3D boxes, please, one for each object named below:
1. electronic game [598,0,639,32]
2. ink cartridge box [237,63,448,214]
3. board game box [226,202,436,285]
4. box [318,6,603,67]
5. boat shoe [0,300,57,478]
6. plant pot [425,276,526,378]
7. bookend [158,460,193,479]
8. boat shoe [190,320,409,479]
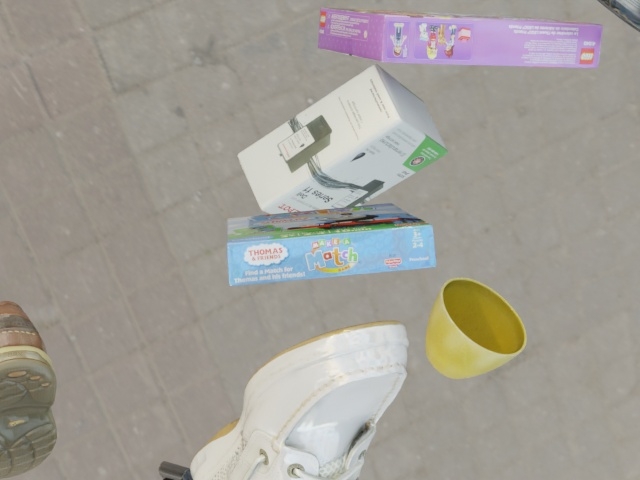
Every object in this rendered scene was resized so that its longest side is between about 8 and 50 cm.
[{"bbox_3d":[0.364,-0.302,1.352,0.229,0.229,0.048,21,123,-29],"label":"electronic game"},{"bbox_3d":[0.028,-0.106,1.376,0.208,0.087,0.153,-31,157,20],"label":"ink cartridge box"},{"bbox_3d":[0.000,0.000,0.959,0.160,0.211,0.039,-5,96,-4],"label":"board game box"},{"bbox_3d":[0.168,-0.252,1.396,0.293,0.201,0.057,-2,104,-22],"label":"box"},{"bbox_3d":[-0.214,0.107,0.768,0.064,0.060,0.178,-3,144,-23],"label":"boat shoe"},{"bbox_3d":[0.193,0.131,1.512,0.134,0.134,0.095,15,129,-28],"label":"plant pot"},{"bbox_3d":[-0.150,0.323,1.078,0.156,0.072,0.157,-40,104,-25],"label":"bookend"},{"bbox_3d":[-0.008,0.146,0.758,0.098,0.096,0.277,-3,150,-26],"label":"boat shoe"}]
